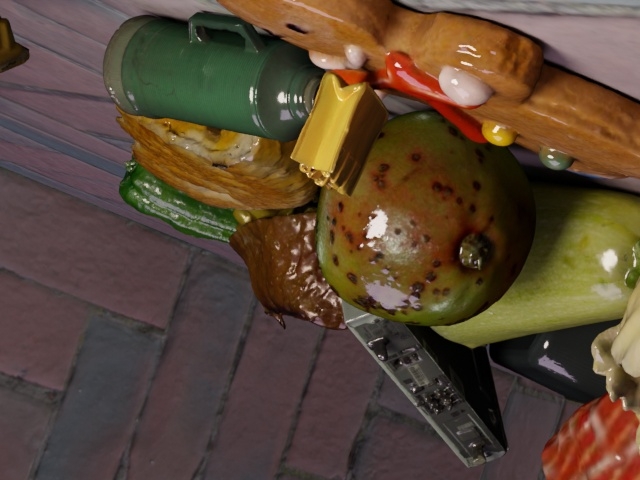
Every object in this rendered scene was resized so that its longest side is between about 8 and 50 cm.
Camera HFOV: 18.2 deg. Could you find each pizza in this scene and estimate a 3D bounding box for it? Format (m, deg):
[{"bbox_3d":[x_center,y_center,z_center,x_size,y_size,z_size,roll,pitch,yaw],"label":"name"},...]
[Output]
[{"bbox_3d":[-0.085,-0.080,1.726,0.182,0.074,0.365,21,174,2],"label":"pizza"}]

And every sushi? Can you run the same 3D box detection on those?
[{"bbox_3d":[-0.002,0.000,1.949,0.167,0.179,0.296,3,180,-6],"label":"sushi"}]

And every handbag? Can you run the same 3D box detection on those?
[{"bbox_3d":[0.013,-0.060,1.163,0.027,0.061,0.083,20,173,16],"label":"handbag"}]

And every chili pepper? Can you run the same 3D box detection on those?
[{"bbox_3d":[-0.089,-0.038,2.117,0.253,0.083,0.099,19,-147,-20],"label":"chili pepper"}]

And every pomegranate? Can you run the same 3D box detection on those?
[{"bbox_3d":[0.062,-0.026,1.417,0.159,0.159,0.205,23,-161,-36],"label":"pomegranate"}]

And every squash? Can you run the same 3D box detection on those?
[{"bbox_3d":[0.200,0.004,1.489,0.137,0.137,0.287,23,161,-32],"label":"squash"}]

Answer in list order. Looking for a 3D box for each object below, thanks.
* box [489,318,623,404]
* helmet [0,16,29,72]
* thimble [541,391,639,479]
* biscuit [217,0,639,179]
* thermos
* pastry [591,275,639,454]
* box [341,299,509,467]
[{"bbox_3d":[0.220,0.058,1.693,0.090,0.144,0.201,24,176,-5],"label":"box"},{"bbox_3d":[-0.319,-0.166,1.347,0.205,0.140,0.257,-20,-162,-36],"label":"helmet"},{"bbox_3d":[0.355,0.207,1.549,0.350,0.230,0.350,-13,158,-5],"label":"thimble"},{"bbox_3d":[0.077,-0.093,1.176,0.324,0.049,0.205,24,174,-26],"label":"biscuit"},{"bbox_3d":[-0.060,-0.114,1.367,0.188,0.083,0.073,13,-166,41],"label":"thermos"},{"bbox_3d":[0.278,0.023,0.975,0.256,0.170,0.237,17,137,-17],"label":"pastry"},{"bbox_3d":[0.081,0.055,1.673,0.045,0.211,0.270,-21,140,15],"label":"box"}]
